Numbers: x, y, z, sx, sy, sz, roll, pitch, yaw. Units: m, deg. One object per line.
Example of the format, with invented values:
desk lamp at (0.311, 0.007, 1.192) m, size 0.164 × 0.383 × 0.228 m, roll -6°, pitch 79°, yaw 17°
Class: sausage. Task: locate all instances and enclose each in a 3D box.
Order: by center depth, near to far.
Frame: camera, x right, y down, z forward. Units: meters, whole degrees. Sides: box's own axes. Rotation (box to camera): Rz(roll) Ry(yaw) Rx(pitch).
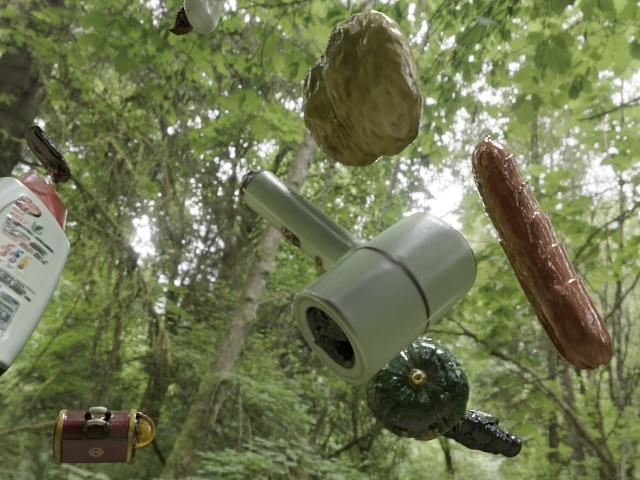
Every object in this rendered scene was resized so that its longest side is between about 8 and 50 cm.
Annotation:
sausage at (0.323, -0.001, 0.825) m, size 0.088 × 0.433 × 0.088 m, roll -9°, pitch -33°, yaw -6°

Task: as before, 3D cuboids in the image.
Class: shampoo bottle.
shampoo bottle at (-0.337, -0.005, 0.559) m, size 0.071 × 0.284 × 0.153 m, roll -22°, pitch -51°, yaw 23°

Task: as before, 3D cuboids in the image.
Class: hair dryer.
hair dryer at (0.000, 0.000, 0.698) m, size 0.362 × 0.203 × 0.128 m, roll 38°, pitch -32°, yaw 30°

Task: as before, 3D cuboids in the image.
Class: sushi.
sushi at (-0.296, -0.494, 1.175) m, size 0.050 × 0.099 × 0.047 m, roll 20°, pitch -12°, yaw -5°

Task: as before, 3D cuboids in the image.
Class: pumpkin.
pumpkin at (0.179, 0.275, 0.985) m, size 0.190 × 0.190 × 0.146 m, roll -2°, pitch -15°, yaw 24°

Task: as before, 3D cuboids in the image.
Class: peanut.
peanut at (0.052, -0.200, 0.751) m, size 0.110 × 0.196 × 0.233 m, roll -17°, pitch -1°, yaw -21°

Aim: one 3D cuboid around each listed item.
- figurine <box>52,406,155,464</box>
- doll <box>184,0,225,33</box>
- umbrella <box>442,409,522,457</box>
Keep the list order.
figurine at (-0.347, 0.302, 0.860) m, size 0.154 × 0.082 × 0.098 m, roll 4°, pitch -47°, yaw -15°
doll at (-0.236, -0.610, 1.021) m, size 0.366 × 0.376 × 0.187 m, roll 28°, pitch -21°, yaw 28°
umbrella at (0.296, 0.409, 1.205) m, size 0.358 × 0.113 × 0.106 m, roll 24°, pitch 10°, yaw -15°
